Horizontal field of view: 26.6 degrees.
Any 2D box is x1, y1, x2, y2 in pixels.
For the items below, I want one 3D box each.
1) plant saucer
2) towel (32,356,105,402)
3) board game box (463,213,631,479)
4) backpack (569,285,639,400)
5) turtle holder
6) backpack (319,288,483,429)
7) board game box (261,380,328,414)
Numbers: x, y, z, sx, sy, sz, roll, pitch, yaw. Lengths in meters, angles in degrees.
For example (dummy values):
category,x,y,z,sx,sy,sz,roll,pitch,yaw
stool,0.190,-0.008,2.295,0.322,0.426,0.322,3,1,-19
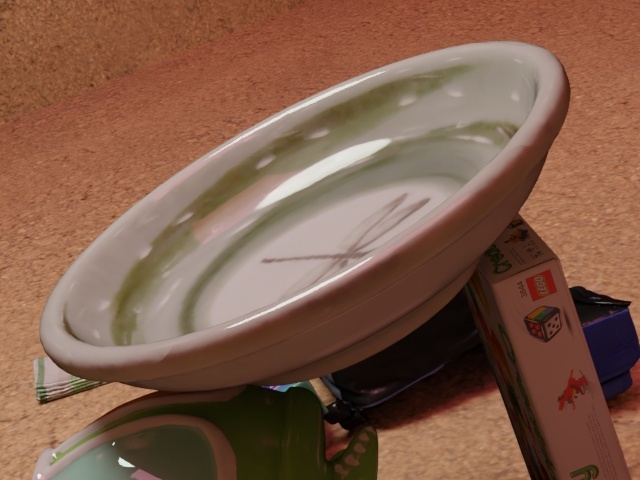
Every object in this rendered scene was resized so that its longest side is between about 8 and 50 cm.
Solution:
category,x,y,z,sx,sy,sz,roll,pitch,yaw
plant saucer,0.000,0.000,0.945,0.400,0.101,0.400,-24,20,10
towel,-0.276,0.147,1.653,0.152,0.023,0.113,-17,21,-8
board game box,0.172,0.119,1.026,0.053,0.305,0.193,-22,20,-1
backpack,0.243,0.102,1.317,0.097,0.101,0.120,-16,16,-11
turtle holder,-0.091,0.255,0.939,0.227,0.320,0.243,6,5,-4
backpack,0.069,0.045,1.457,0.276,0.213,0.263,-23,11,-14
board game box,-0.108,0.180,1.340,0.210,0.047,0.160,-34,22,-3
